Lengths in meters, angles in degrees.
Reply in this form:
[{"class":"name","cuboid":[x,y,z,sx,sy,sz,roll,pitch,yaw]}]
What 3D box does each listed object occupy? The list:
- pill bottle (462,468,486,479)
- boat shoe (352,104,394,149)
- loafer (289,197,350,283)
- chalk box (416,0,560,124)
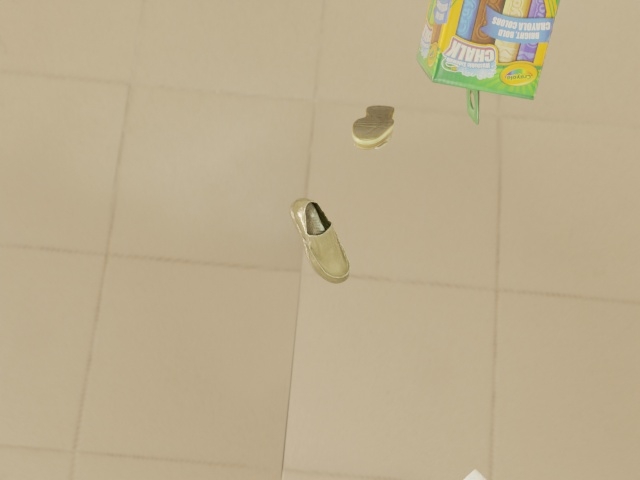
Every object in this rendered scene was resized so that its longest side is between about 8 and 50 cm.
[{"class":"pill bottle","cuboid":[0.259,0.423,1.507,0.108,0.108,0.180,-40,75,-15]},{"class":"boat shoe","cuboid":[0.076,-0.149,1.461,0.056,0.153,0.048,3,112,7]},{"class":"loafer","cuboid":[0.000,0.000,1.613,0.056,0.050,0.148,-32,91,-19]},{"class":"chalk box","cuboid":[0.268,-0.341,1.724,0.179,0.180,0.289,10,109,-8]}]
